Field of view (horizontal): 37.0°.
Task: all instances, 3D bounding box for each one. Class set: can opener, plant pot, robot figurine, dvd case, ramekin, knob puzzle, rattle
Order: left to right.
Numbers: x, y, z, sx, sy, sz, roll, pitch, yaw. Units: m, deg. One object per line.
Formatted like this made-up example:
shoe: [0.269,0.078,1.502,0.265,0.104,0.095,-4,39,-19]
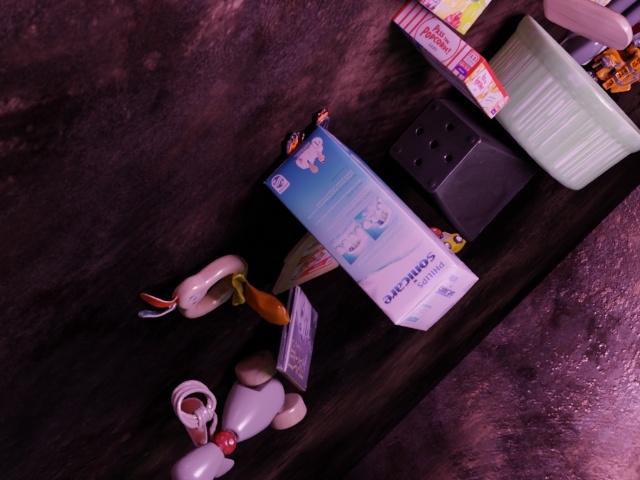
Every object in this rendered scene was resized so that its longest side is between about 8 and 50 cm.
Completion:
rattle: [-0.167,0.111,1.474,0.130,0.143,0.200,-35,173,32]
dvd case: [-0.042,0.195,1.876,0.221,0.018,0.164,61,37,-68]
knob puzzle: [0.000,0.000,1.706,0.213,0.030,0.213,-36,158,-17]
plant pot: [0.232,-0.140,1.678,0.188,0.187,0.167,-49,146,12]
ramekin: [0.406,-0.230,1.653,0.148,0.303,0.303,-44,160,19]
can opener: [0.563,-0.416,1.786,0.280,0.074,0.093,-42,-152,38]
robot figurine: [0.662,-0.375,1.888,0.291,0.085,0.211,-23,169,-30]

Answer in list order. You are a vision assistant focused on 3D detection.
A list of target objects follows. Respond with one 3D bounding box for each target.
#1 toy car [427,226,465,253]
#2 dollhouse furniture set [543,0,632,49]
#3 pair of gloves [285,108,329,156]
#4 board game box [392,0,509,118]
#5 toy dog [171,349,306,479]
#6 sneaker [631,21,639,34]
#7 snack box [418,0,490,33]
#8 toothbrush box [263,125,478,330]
toy car: [0.216,0.055,2.171,0.225,0.053,0.239,-49,158,15]
dollhouse furniture set: [0.498,-0.491,1.257,0.362,0.256,0.394,-49,150,-14]
pair of gloves: [-0.020,-0.154,1.406,0.083,0.010,0.074,-39,162,-18]
board game box: [0.195,-0.263,1.403,0.045,0.147,0.193,-47,160,9]
toy dog: [-0.188,0.349,1.862,0.161,0.220,0.334,-10,-177,45]
sneaker: [0.618,-0.457,1.877,0.118,0.107,0.279,-34,156,0]
snack box: [0.209,-0.396,1.284,0.207,0.070,0.174,-52,158,16]
toothbrush box: [0.083,-0.012,1.448,0.126,0.295,0.216,-46,163,7]
